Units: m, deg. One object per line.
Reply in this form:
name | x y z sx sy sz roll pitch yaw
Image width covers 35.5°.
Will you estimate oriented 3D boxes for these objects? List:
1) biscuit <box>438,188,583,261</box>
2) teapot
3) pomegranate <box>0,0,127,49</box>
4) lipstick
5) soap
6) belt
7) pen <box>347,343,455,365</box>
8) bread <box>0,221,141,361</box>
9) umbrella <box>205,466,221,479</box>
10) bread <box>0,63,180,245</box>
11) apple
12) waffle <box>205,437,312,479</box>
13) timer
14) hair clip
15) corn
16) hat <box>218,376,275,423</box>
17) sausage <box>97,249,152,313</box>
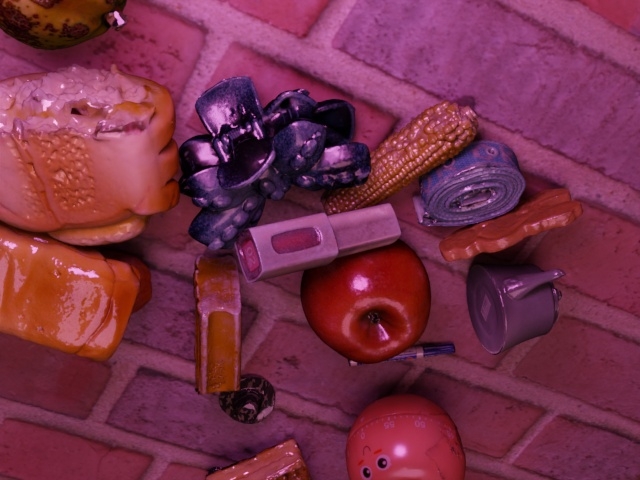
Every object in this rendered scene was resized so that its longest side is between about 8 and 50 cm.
biscuit | 0.308 -0.026 1.651 0.236 0.144 0.040 -20 102 6
teapot | 0.354 0.111 1.771 0.149 0.162 0.239 -11 154 -13
pomegranate | -0.359 -0.372 1.255 0.222 0.204 0.276 -46 124 4
lipstick | 0.000 0.000 1.537 0.253 0.079 0.077 -12 167 -29
soap | -0.179 0.169 1.727 0.080 0.160 0.257 -2 129 -8
belt | 0.244 -0.095 1.627 0.163 0.082 0.147 0 138 -12
pen | 0.153 0.215 1.888 0.204 0.025 0.025 -6 128 -3
bread | -0.428 0.064 1.531 0.294 0.132 0.167 22 101 -8
umbrella | -0.239 0.541 2.080 0.050 0.046 0.188 28 126 10
bread | -0.350 -0.128 1.455 0.316 0.211 0.270 0 133 7
apple | 0.077 0.091 1.677 0.218 0.201 0.218 -3 120 -5
waffle | -0.102 0.562 2.050 0.213 0.091 0.308 -22 127 -11
timer | 0.163 0.416 1.924 0.230 0.215 0.229 -3 128 -4
hair clip | -0.088 -0.122 1.508 0.310 0.194 0.206 -26 148 11
corn | 0.124 -0.127 1.587 0.288 0.086 0.086 -34 124 20
hat | -0.139 0.314 1.911 0.121 0.050 0.121 -3 125 -4
sausage | -0.408 0.069 1.652 0.259 0.113 0.113 3 127 -8
